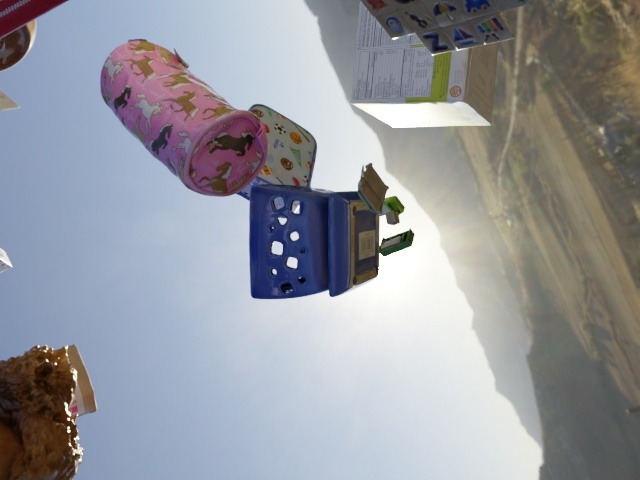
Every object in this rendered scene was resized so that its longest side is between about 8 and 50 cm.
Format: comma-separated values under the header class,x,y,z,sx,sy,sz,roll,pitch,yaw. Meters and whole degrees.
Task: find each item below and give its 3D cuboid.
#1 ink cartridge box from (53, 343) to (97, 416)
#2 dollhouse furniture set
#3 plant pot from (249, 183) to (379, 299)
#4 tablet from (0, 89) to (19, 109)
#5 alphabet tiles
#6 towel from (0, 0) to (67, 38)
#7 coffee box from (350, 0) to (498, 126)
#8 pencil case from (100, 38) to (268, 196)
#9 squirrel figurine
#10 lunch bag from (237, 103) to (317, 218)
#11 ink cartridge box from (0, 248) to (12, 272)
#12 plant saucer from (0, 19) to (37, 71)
class,x,y,z,sx,sy,sz,roll,pitch,yaw
ink cartridge box,-0.736,0.397,1.453,0.193,0.235,0.088,44,137,39
dollhouse furniture set,0.089,-0.047,0.896,0.151,0.059,0.076,50,-141,-25
plant pot,0.000,0.000,1.152,0.236,0.212,0.235,-11,-79,-64
tablet,-0.776,-0.343,1.335,0.083,0.006,0.054,40,-149,8
alphabet tiles,0.150,-0.421,0.854,0.343,0.285,0.011,38,-108,-35
towel,-0.415,-0.311,0.581,0.275,0.199,0.031,22,-121,-60
coffee box,0.314,-0.530,1.620,0.338,0.335,0.337,3,-88,-61
pencil case,-0.248,-0.224,0.981,0.160,0.167,0.386,10,-154,-49
squirrel figurine,-0.660,0.350,1.040,0.370,0.397,0.280,44,139,41
lunch bag,-0.125,-0.203,1.443,0.243,0.115,0.303,30,-135,-20
ink cartridge box,-0.973,0.059,1.580,0.063,0.109,0.150,58,164,9
plant saucer,-0.640,-0.389,1.068,0.036,0.199,0.199,51,-169,11
